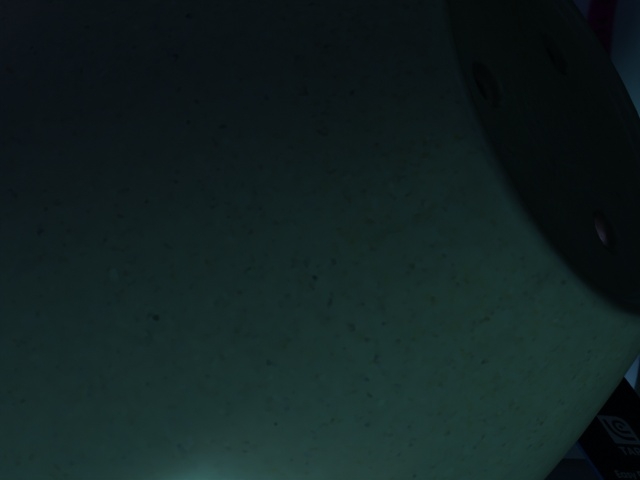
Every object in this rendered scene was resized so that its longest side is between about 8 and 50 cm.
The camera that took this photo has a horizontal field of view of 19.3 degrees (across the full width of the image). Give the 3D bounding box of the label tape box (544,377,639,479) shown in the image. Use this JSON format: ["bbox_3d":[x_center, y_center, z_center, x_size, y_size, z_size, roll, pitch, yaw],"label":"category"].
[{"bbox_3d":[0.058,0.102,1.064,0.241,0.333,0.106,5,127,-35],"label":"label tape box"}]

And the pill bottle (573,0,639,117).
[{"bbox_3d":[0.066,-0.057,0.983,0.283,0.160,0.160,-4,160,30],"label":"pill bottle"}]

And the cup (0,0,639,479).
[{"bbox_3d":[0.000,0.000,0.758,0.237,0.331,0.331,-26,148,27],"label":"cup"}]

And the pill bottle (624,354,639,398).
[{"bbox_3d":[0.249,0.101,1.420,0.283,0.161,0.161,11,163,-17],"label":"pill bottle"}]
